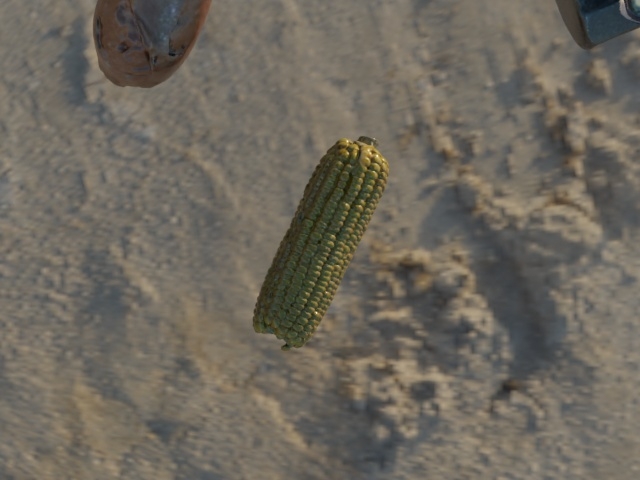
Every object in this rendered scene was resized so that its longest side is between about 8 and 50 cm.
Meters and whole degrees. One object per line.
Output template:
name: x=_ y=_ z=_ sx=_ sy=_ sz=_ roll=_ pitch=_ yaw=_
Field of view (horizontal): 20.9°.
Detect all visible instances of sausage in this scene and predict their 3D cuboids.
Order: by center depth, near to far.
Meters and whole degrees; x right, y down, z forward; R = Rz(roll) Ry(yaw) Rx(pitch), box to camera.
sausage: x=-0.092 y=-0.296 z=1.301 sx=0.094 sy=0.094 sz=0.419 roll=5 pitch=122 yaw=-22

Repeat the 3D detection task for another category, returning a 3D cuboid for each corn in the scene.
corn: x=0.000 y=0.000 z=1.560 sx=0.068 sy=0.068 sz=0.207 roll=27 pitch=87 yaw=-20

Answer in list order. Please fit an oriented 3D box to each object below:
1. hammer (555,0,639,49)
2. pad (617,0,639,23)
hammer: x=0.268 y=-0.336 z=1.298 sx=0.242 sy=0.095 sz=0.408 roll=-19 pitch=135 yaw=3
pad: x=0.217 y=-0.116 z=0.812 sx=0.188 sy=0.006 sz=0.113 roll=17 pitch=48 yaw=-18
